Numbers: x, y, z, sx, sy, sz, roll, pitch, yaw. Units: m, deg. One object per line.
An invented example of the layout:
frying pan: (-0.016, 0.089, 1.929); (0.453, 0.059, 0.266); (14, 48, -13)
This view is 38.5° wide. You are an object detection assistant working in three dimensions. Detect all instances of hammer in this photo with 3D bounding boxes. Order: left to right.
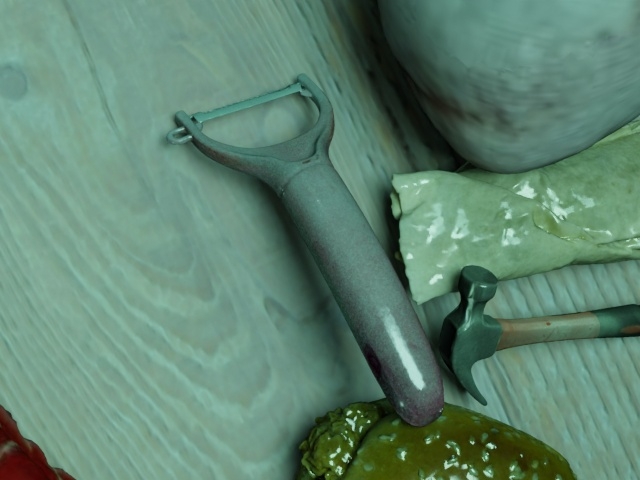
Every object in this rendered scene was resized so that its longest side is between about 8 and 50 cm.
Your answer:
hammer: (0.216, 0.066, 0.720); (0.288, 0.033, 0.111); (-3, 120, -27)

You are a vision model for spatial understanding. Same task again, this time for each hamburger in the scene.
hamburger: (0.077, 0.199, 0.620); (0.215, 0.122, 0.189); (25, 74, -12)

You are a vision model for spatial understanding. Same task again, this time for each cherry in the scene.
cherry: (0.186, -0.228, 0.625); (0.291, 0.326, 0.335); (38, 68, 1)

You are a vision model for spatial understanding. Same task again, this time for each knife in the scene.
knife: (0.000, -0.001, 0.618); (0.123, 0.053, 0.278); (-23, 66, -17)

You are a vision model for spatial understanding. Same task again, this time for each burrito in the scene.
burrito: (0.230, -0.038, 0.741); (0.392, 0.076, 0.117); (-11, 84, -21)

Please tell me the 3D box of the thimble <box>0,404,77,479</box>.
thimble: (-0.173, 0.189, 0.509); (0.189, 0.163, 0.125); (46, 71, -4)
